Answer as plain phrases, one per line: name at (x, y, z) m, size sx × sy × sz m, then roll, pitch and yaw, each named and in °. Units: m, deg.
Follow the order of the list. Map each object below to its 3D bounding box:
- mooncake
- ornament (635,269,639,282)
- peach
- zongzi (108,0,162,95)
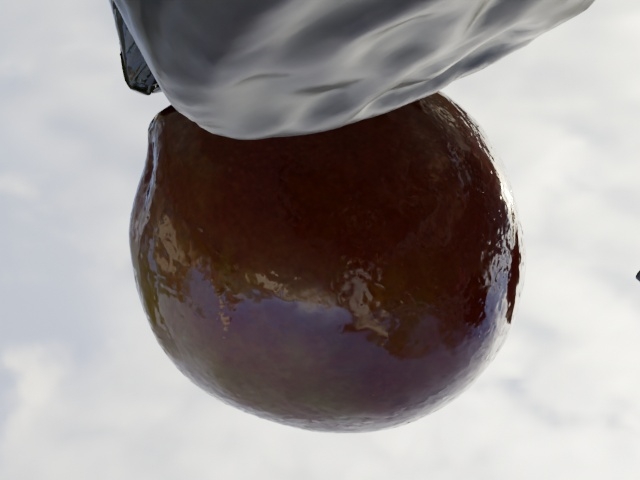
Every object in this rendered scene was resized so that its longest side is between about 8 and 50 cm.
mooncake at (0.031, -0.165, 0.756) m, size 0.284 × 0.284 × 0.155 m, roll -19°, pitch -107°, yaw -30°
ornament at (0.172, -0.006, 0.693) m, size 0.081 × 0.088 × 0.203 m, roll -13°, pitch 165°, yaw -16°
peach at (0.000, 0.000, 1.359) m, size 0.332 × 0.308 × 0.308 m, roll 31°, pitch -157°, yaw -12°
zongzi at (-0.115, -0.276, 1.351) m, size 0.111 × 0.241 × 0.248 m, roll -9°, pitch -112°, yaw -32°
